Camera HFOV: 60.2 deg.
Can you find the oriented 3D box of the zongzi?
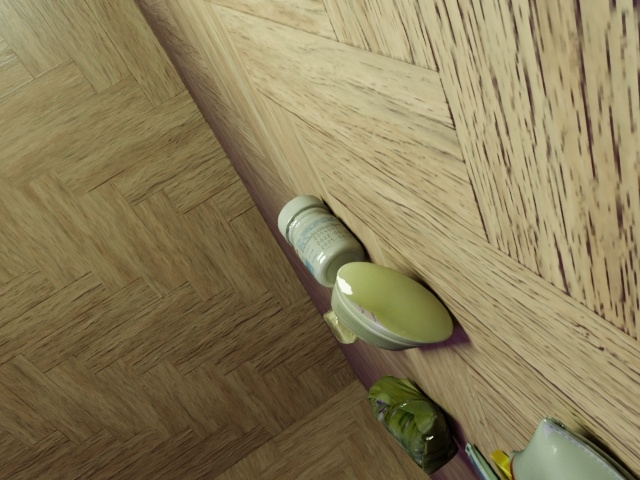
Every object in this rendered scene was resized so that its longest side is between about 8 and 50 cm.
[{"bbox_3d":[0.198,0.384,1.285,0.251,0.125,0.274,42,162,40],"label":"zongzi"}]

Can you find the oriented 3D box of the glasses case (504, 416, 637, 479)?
[{"bbox_3d":[0.259,0.285,0.616,0.128,0.083,0.308,52,171,29],"label":"glasses case"}]

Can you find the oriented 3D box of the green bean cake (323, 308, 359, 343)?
[{"bbox_3d":[0.074,0.172,1.247,0.085,0.109,0.179,57,173,5],"label":"green bean cake"}]

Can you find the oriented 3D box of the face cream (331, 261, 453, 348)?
[{"bbox_3d":[0.096,0.114,0.884,0.173,0.081,0.348,31,169,7],"label":"face cream"}]

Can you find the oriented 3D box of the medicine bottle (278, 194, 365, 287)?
[{"bbox_3d":[0.000,0.000,1.026,0.168,0.105,0.105,51,170,41],"label":"medicine bottle"}]

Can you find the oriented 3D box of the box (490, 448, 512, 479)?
[{"bbox_3d":[0.341,0.427,0.918,0.156,0.022,0.089,60,172,-23],"label":"box"}]

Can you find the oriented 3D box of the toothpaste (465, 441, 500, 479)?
[{"bbox_3d":[0.350,0.493,1.096,0.197,0.034,0.057,56,167,35],"label":"toothpaste"}]
